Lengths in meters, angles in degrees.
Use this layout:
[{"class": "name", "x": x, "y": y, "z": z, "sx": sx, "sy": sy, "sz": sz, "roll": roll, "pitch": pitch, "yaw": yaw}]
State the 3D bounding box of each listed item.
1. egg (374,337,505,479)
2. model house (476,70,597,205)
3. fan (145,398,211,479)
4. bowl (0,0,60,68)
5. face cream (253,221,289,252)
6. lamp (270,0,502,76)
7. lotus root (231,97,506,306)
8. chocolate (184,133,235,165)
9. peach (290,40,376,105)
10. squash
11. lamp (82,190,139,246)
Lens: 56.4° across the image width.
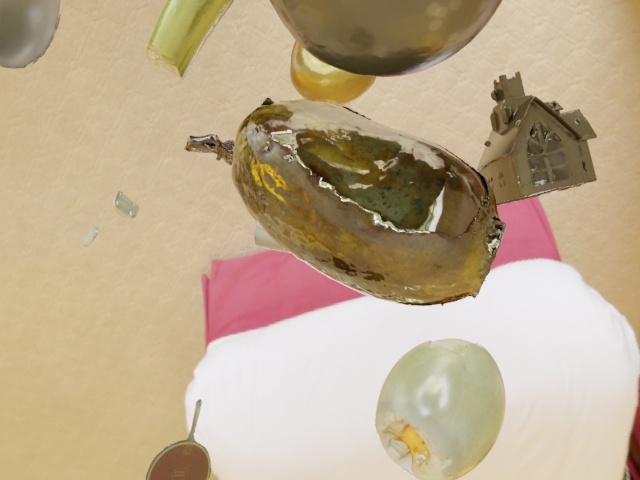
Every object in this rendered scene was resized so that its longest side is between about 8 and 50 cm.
[{"class": "egg", "x": 0.188, "y": 0.241, "z": 0.897, "sx": 0.217, "sy": 0.183, "sz": 0.183, "roll": -36, "pitch": 140, "yaw": -36}, {"class": "model house", "x": 0.413, "y": -0.209, "z": 1.159, "sx": 0.204, "sy": 0.211, "sz": 0.243, "roll": -13, "pitch": 88, "yaw": -3}, {"class": "fan", "x": -0.158, "y": 0.251, "z": 0.697, "sx": 0.085, "sy": 0.005, "sz": 0.133, "roll": 21, "pitch": 82, "yaw": -39}, {"class": "bowl", "x": -0.578, "y": -0.461, "z": 0.967, "sx": 0.157, "sy": 0.345, "sz": 0.345, "roll": 6, "pitch": 129, "yaw": 4}, {"class": "face cream", "x": 0.000, "y": 0.000, "z": 1.233, "sx": 0.269, "sy": 0.107, "sz": 0.073, "roll": 11, "pitch": 116, "yaw": 19}, {"class": "lamp", "x": 0.077, "y": -0.265, "z": 0.418, "sx": 0.182, "sy": 0.182, "sz": 0.314, "roll": 32, "pitch": 84, "yaw": -29}, {"class": "lotus root", "x": 0.040, "y": -0.033, "z": 0.569, "sx": 0.275, "sy": 0.160, "sz": 0.152, "roll": 29, "pitch": 129, "yaw": 23}, {"class": "chocolate", "x": -0.238, "y": -0.209, "z": 1.373, "sx": 0.072, "sy": 0.070, "sz": 0.147, "roll": -40, "pitch": 162, "yaw": 26}, {"class": "peach", "x": 0.036, "y": -0.486, "z": 1.635, "sx": 0.251, "sy": 0.251, "sz": 0.153, "roll": -13, "pitch": 168, "yaw": 1}, {"class": "squash", "x": -0.147, "y": -0.332, "z": 0.789, "sx": 0.083, "sy": 0.083, "sz": 0.250, "roll": 30, "pitch": 102, "yaw": -28}, {"class": "lamp", "x": -0.446, "y": -0.040, "z": 1.222, "sx": 0.198, "sy": 0.050, "sz": 0.056, "roll": -25, "pitch": 134, "yaw": 37}]
